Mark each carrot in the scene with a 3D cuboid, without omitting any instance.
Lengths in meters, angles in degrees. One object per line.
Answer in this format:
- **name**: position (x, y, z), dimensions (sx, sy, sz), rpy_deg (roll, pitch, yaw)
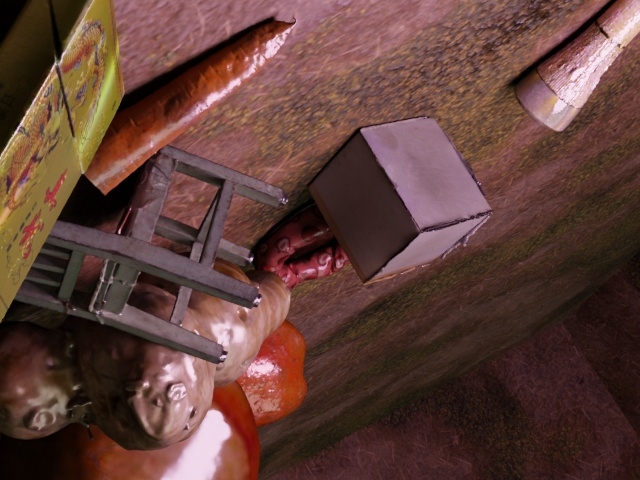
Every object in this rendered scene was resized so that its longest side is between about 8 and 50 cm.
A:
- **carrot**: position (-0.113, -0.124, 1.014), dimensions (0.224, 0.057, 0.057), rpy_deg (-36, 164, -5)

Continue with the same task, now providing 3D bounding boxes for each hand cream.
- **hand cream**: position (0.331, -0.230, 1.458), dimensions (0.203, 0.084, 0.084), rpy_deg (-49, 158, 28)

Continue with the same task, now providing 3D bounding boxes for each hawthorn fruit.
- **hawthorn fruit**: position (-0.112, 0.182, 1.691), dimensions (0.189, 0.189, 0.189), rpy_deg (-29, 164, -9)

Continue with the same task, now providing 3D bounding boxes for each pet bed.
- **pet bed**: position (0.000, 0.000, 1.559), dimensions (0.201, 0.053, 0.201), rpy_deg (-24, 160, -9)

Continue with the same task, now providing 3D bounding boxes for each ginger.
- **ginger**: position (-0.180, 0.106, 1.284), dimensions (0.256, 0.176, 0.375), rpy_deg (8, -158, 35)

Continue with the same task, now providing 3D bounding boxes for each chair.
- **chair**: position (-0.185, -0.007, 1.112), dimensions (0.270, 0.147, 0.136), rpy_deg (19, 144, -9)

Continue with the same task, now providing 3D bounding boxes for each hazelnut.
- **hazelnut**: position (-0.232, 0.302, 1.466), dimensions (0.366, 0.366, 0.366), rpy_deg (-29, 164, -9)

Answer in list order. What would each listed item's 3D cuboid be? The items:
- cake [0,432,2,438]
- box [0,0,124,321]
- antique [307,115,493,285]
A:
- **cake**: position (-0.450, 0.303, 1.446), dimensions (0.262, 0.160, 0.158), rpy_deg (-37, 160, 13)
- **box**: position (-0.219, -0.025, 0.792), dimensions (0.173, 0.043, 0.311), rpy_deg (104, 10, -67)
- **antique**: position (0.092, -0.044, 1.421), dimensions (0.146, 0.152, 0.148), rpy_deg (-14, 158, -45)
